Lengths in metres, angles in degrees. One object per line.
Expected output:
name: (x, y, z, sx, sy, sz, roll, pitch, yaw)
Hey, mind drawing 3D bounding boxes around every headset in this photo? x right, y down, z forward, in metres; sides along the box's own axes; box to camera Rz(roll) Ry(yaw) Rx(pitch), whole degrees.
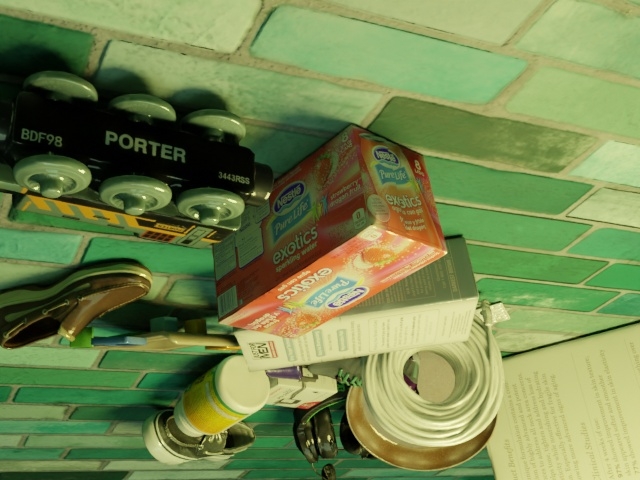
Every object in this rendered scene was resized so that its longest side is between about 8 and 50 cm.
headset: (0.055, 0.457, 1.965, 0.244, 0.185, 0.394, 0, 139, -15)

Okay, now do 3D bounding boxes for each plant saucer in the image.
plant saucer: (0.209, 0.341, 1.795, 0.311, 0.050, 0.310, 3, 118, 6)

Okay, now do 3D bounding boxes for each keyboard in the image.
keyboard: (0.230, 0.167, 1.659, 0.256, 0.014, 0.072, -18, 150, 16)

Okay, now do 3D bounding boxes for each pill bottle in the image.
pill bottle: (-0.201, 0.312, 1.703, 0.118, 0.117, 0.208, 13, 145, -34)

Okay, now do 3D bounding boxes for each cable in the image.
cable: (0.193, 0.232, 1.518, 0.257, 0.257, 0.089, -8, 163, -10)

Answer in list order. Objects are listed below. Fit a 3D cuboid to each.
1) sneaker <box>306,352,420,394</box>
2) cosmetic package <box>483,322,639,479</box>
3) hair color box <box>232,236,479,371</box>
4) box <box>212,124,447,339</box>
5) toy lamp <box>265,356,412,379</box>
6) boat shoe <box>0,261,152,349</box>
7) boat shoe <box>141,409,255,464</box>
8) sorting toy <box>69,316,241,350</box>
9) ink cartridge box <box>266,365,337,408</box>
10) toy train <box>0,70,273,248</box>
sneaker: (0.081, 0.259, 1.678, 0.224, 0.098, 0.083, -4, 143, 9)
cosmetic package: (0.580, 0.415, 1.876, 0.394, 0.329, 0.327, -17, 151, 18)
hair color box: (0.052, 0.107, 1.399, 0.375, 0.113, 0.185, -8, 152, -1)
box: (0.000, 0.000, 1.151, 0.142, 0.154, 0.300, 18, 141, -40)
toy lamp: (0.031, 0.208, 1.616, 0.275, 0.080, 0.080, -11, 151, 3)
boat shoe: (-0.370, 0.108, 1.307, 0.258, 0.095, 0.095, -16, 151, 14)
boat shoe: (-0.259, 0.417, 1.907, 0.119, 0.121, 0.335, -27, 158, 17)
sorting toy: (-0.257, 0.155, 1.439, 0.196, 0.047, 0.348, -7, 169, 32)
ink cartridge box: (-0.060, 0.289, 1.754, 0.151, 0.063, 0.109, 13, 145, -35)
toy train: (-0.225, -0.077, 0.977, 0.334, 0.142, 0.190, 10, 156, -30)
